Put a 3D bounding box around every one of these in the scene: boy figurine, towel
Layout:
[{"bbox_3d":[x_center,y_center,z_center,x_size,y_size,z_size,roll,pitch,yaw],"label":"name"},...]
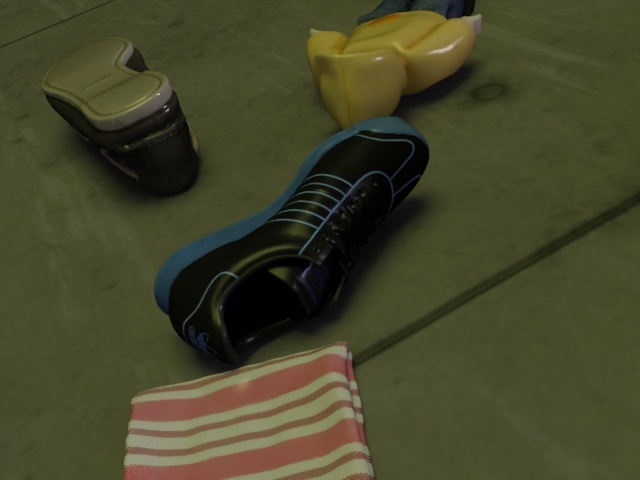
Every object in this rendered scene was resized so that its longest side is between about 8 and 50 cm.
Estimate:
[{"bbox_3d":[0.059,-0.190,0.819,0.177,0.092,0.285,5,36,26],"label":"boy figurine"},{"bbox_3d":[-0.043,0.131,0.458,0.144,0.029,0.197,-14,34,4],"label":"towel"}]

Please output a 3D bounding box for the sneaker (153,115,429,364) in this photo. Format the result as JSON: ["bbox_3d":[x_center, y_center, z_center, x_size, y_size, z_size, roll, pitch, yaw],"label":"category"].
[{"bbox_3d":[0.000,0.000,0.588,0.232,0.081,0.090,-37,40,-15],"label":"sneaker"}]

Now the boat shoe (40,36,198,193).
[{"bbox_3d":[-0.209,-0.132,0.877,0.112,0.096,0.335,-29,30,-12],"label":"boat shoe"}]
